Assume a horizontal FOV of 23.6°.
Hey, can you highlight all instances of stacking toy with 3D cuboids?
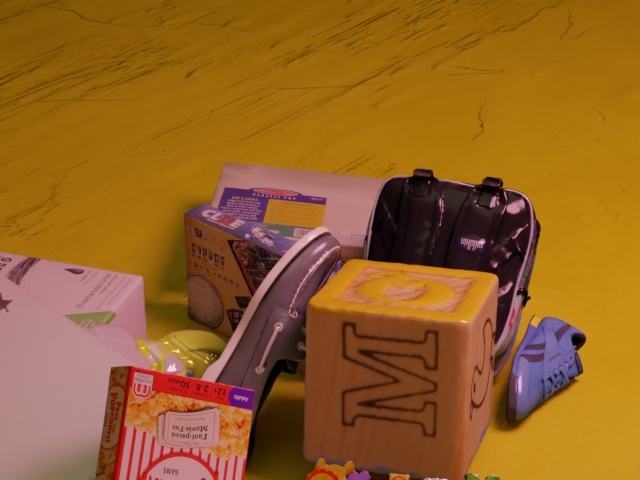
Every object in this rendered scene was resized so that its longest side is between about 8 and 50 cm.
[{"bbox_3d":[0.088,0.278,1.649,0.221,0.052,0.167,5,-15,-1],"label":"stacking toy"}]

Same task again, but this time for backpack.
[{"bbox_3d":[0.159,0.061,1.972,0.225,0.191,0.253,9,69,14],"label":"backpack"}]

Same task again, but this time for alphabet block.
[{"bbox_3d":[0.095,0.147,1.791,0.193,0.197,0.192,6,18,14],"label":"alphabet block"}]

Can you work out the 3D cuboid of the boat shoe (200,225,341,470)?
[{"bbox_3d":[-0.052,0.133,1.826,0.099,0.116,0.319,30,78,17],"label":"boat shoe"}]

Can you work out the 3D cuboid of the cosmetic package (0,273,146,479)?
[{"bbox_3d":[-0.353,0.187,1.638,0.453,0.161,0.230,30,55,21],"label":"cosmetic package"}]

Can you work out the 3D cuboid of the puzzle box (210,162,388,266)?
[{"bbox_3d":[0.042,-0.024,2.219,0.409,0.052,0.272,6,24,2],"label":"puzzle box"}]

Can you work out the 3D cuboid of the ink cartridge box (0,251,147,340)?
[{"bbox_3d":[-0.387,0.116,1.965,0.273,0.115,0.198,9,30,16],"label":"ink cartridge box"}]

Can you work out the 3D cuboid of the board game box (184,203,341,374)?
[{"bbox_3d":[-0.077,0.066,2.011,0.243,0.165,0.042,23,36,35],"label":"board game box"}]

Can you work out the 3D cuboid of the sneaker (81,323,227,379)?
[{"bbox_3d":[-0.226,0.171,1.847,0.240,0.126,0.091,5,43,-32],"label":"sneaker"}]

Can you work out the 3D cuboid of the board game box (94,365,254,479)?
[{"bbox_3d":[-0.146,0.229,1.490,0.147,0.193,0.045,15,-14,-35],"label":"board game box"}]

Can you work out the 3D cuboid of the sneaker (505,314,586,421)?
[{"bbox_3d":[0.287,0.162,1.938,0.082,0.069,0.209,13,31,16],"label":"sneaker"}]
